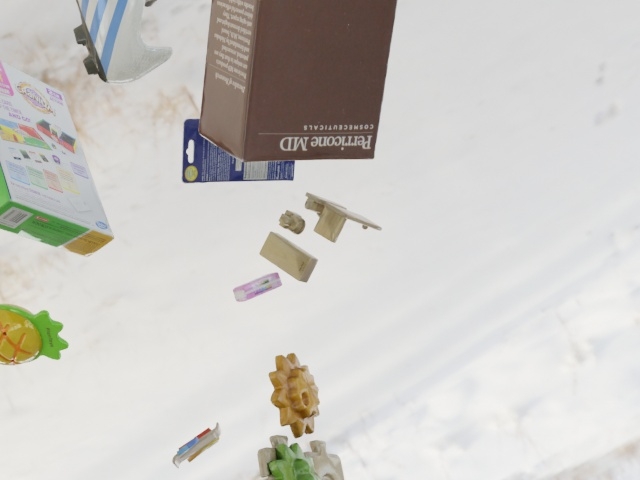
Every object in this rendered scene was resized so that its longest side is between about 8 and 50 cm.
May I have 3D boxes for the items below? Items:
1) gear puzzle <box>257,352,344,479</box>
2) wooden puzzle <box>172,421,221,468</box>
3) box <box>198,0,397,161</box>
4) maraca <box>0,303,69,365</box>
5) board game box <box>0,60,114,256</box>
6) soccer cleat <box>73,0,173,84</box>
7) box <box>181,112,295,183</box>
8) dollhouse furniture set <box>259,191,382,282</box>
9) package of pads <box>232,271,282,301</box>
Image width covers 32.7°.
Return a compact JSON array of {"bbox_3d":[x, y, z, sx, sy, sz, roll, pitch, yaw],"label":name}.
[{"bbox_3d":[0.009,0.271,1.057,0.044,0.339,0.175,-20,158,24],"label":"gear puzzle"},{"bbox_3d":[-0.154,0.253,1.351,0.078,0.014,0.116,-36,168,-19],"label":"wooden puzzle"},{"bbox_3d":[-0.020,-0.291,1.292,0.191,0.143,0.382,-4,114,-29],"label":"box"},{"bbox_3d":[-0.539,0.168,1.943,0.185,0.099,0.127,0,124,12],"label":"maraca"},{"bbox_3d":[-0.473,-0.143,1.753,0.064,0.317,0.242,-33,152,18],"label":"board game box"},{"bbox_3d":[-0.310,-0.394,1.577,0.143,0.331,0.116,-18,-166,-3],"label":"soccer cleat"},{"bbox_3d":[-0.159,-0.180,2.114,0.225,0.036,0.137,-3,116,-17],"label":"box"},{"bbox_3d":[0.000,0.000,2.056,0.123,0.144,0.151,17,102,-53],"label":"dollhouse furniture set"},{"bbox_3d":[-0.118,0.087,2.042,0.083,0.032,0.050,-23,-175,-32],"label":"package of pads"}]
